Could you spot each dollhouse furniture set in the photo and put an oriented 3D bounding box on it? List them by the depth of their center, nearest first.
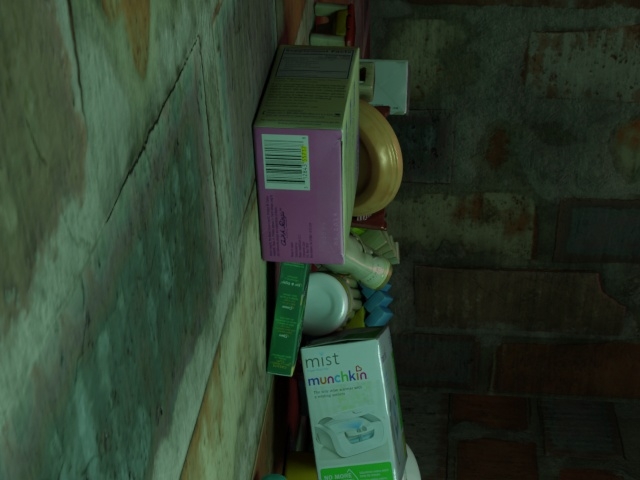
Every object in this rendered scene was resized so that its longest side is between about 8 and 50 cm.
[{"bbox_3d":[0.053,-0.225,1.926,0.201,0.152,0.374,84,10,-53],"label":"dollhouse furniture set"}]

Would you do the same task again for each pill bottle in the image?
[{"bbox_3d":[0.001,0.102,1.791,0.184,0.103,0.103,13,79,-85],"label":"pill bottle"}]

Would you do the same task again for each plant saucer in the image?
[{"bbox_3d":[0.034,-0.128,1.685,0.037,0.200,0.200,-33,130,-49],"label":"plant saucer"}]

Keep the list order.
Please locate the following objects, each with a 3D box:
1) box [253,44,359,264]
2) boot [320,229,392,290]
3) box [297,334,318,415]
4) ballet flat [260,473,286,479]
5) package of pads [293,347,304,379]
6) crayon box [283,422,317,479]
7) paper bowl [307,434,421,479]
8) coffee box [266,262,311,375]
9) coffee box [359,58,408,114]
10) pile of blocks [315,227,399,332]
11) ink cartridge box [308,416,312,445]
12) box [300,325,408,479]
[{"bbox_3d":[-0.013,-0.124,1.503,0.243,0.117,0.213,-78,169,-53],"label":"box"},{"bbox_3d":[0.000,0.000,1.770,0.165,0.213,0.077,27,93,-44],"label":"boot"},{"bbox_3d":[0.002,0.207,2.051,0.244,0.060,0.100,-82,171,-47],"label":"box"},{"bbox_3d":[-0.068,0.387,1.418,0.203,0.074,0.074,-79,169,-69],"label":"ballet flat"},{"bbox_3d":[-0.029,0.218,1.895,0.083,0.032,0.050,68,22,-76],"label":"package of pads"},{"bbox_3d":[-0.023,0.496,1.815,0.203,0.083,0.323,84,9,-54],"label":"crayon box"},{"bbox_3d":[0.086,0.463,2.009,0.284,0.148,0.284,-177,-90,-68],"label":"paper bowl"},{"bbox_3d":[-0.042,0.092,1.576,0.113,0.040,0.184,-74,173,-70],"label":"coffee box"},{"bbox_3d":[0.111,-0.335,2.377,0.297,0.168,0.118,-50,142,-82],"label":"coffee box"},{"bbox_3d":[0.056,0.057,1.943,0.113,0.149,0.362,14,67,-62],"label":"pile of blocks"},{"bbox_3d":[0.021,0.323,2.179,0.139,0.082,0.190,-72,165,-69],"label":"ink cartridge box"},{"bbox_3d":[0.054,0.260,1.701,0.262,0.127,0.231,7,76,-82],"label":"box"}]
